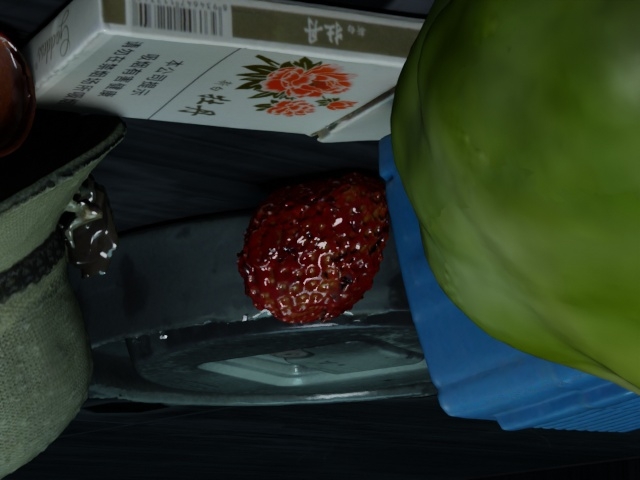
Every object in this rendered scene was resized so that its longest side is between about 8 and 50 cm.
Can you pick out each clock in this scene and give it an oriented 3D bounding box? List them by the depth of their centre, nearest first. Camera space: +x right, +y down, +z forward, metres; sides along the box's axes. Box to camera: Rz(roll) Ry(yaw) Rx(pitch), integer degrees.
[{"bbox_3d":[0.002,0.052,1.310,0.386,0.076,0.386,-3,168,-1],"label":"clock"}]

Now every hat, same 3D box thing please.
[{"bbox_3d":[-0.183,0.050,0.873,0.257,0.130,0.257,-22,-166,6],"label":"hat"}]

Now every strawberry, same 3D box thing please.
[{"bbox_3d":[0.000,0.000,1.080,0.083,0.083,0.096,8,133,-41],"label":"strawberry"}]

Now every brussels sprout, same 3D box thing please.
[{"bbox_3d":[0.181,-0.032,0.569,0.273,0.243,0.316,-5,168,30],"label":"brussels sprout"}]

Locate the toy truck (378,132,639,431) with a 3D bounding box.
[{"bbox_3d":[0.198,0.006,0.906,0.161,0.162,0.385,-21,162,37],"label":"toy truck"}]

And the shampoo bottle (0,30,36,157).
[{"bbox_3d":[-0.236,-0.039,0.855,0.260,0.064,0.102,-13,165,39],"label":"shampoo bottle"}]

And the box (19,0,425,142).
[{"bbox_3d":[-0.024,-0.075,0.828,0.198,0.029,0.109,4,166,-27],"label":"box"}]
